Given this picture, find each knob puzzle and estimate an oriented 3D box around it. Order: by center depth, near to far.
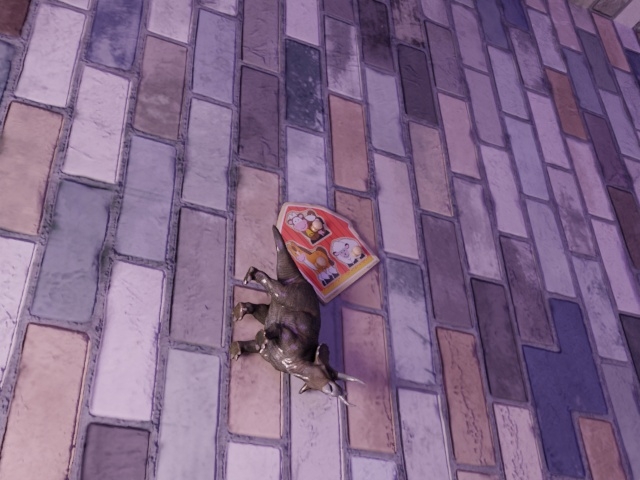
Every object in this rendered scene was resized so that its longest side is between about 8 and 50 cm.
[{"bbox_3d":[0.000,0.000,1.352,0.213,0.030,0.213,15,51,-20],"label":"knob puzzle"}]

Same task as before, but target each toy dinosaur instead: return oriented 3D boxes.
[{"bbox_3d":[-0.054,0.128,1.192,0.160,0.121,0.313,16,46,-36],"label":"toy dinosaur"}]
